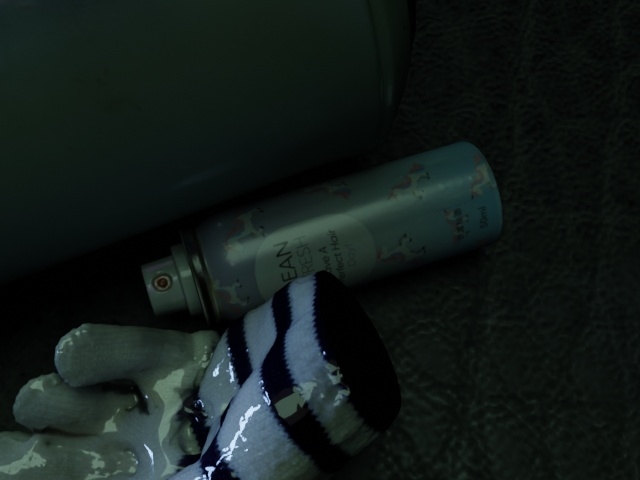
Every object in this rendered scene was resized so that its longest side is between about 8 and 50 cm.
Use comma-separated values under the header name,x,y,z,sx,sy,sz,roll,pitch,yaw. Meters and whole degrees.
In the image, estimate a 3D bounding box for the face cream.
name,x,y,z,sx,sy,sz,roll,pitch,yaw
face cream,0.000,0.000,0.521,0.229,0.075,0.075,-17,63,-9

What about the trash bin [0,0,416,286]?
name,x,y,z,sx,sy,sz,roll,pitch,yaw
trash bin,-0.155,-0.124,0.478,0.432,0.280,0.280,-25,64,-10

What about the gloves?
name,x,y,z,sx,sy,sz,roll,pitch,yaw
gloves,-0.072,0.110,0.446,0.218,0.131,0.140,-34,65,16
